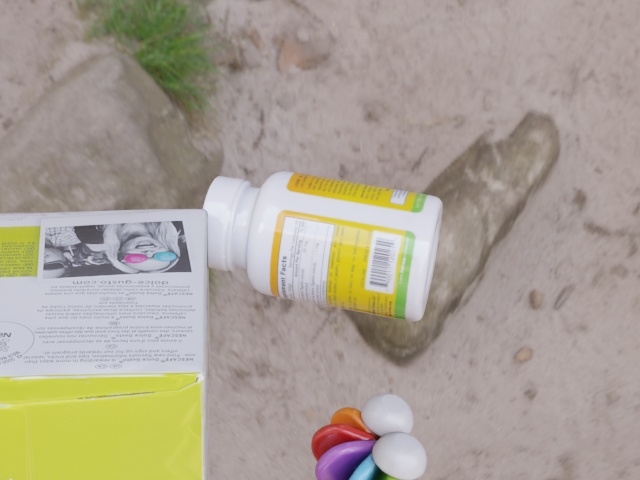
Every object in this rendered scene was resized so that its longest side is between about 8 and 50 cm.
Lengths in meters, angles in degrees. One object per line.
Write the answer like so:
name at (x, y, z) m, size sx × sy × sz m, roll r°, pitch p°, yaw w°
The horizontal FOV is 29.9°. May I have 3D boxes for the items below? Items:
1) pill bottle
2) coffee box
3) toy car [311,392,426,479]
pill bottle at (0.000, 0.000, 1.288) m, size 0.245 × 0.136 × 0.136 m, roll 10°, pitch 75°, yaw 8°
coffee box at (-0.275, 0.188, 1.149) m, size 0.338 × 0.334 × 0.338 m, roll 0°, pitch 115°, yaw -5°
toy car at (0.056, 0.303, 1.642) m, size 0.136 × 0.159 × 0.182 m, roll 9°, pitch 34°, yaw -19°
